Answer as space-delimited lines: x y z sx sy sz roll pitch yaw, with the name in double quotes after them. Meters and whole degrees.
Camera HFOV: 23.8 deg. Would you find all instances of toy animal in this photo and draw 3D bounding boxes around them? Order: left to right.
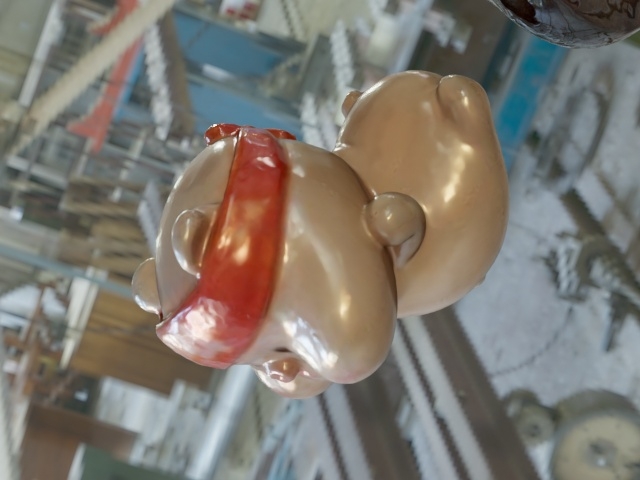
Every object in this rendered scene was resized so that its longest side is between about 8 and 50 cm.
0.000 0.000 0.812 0.171 0.198 0.171 56 161 30 "toy animal"

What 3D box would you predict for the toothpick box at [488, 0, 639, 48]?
0.188 -0.211 0.760 0.294 0.192 0.192 -13 54 42 "toothpick box"
